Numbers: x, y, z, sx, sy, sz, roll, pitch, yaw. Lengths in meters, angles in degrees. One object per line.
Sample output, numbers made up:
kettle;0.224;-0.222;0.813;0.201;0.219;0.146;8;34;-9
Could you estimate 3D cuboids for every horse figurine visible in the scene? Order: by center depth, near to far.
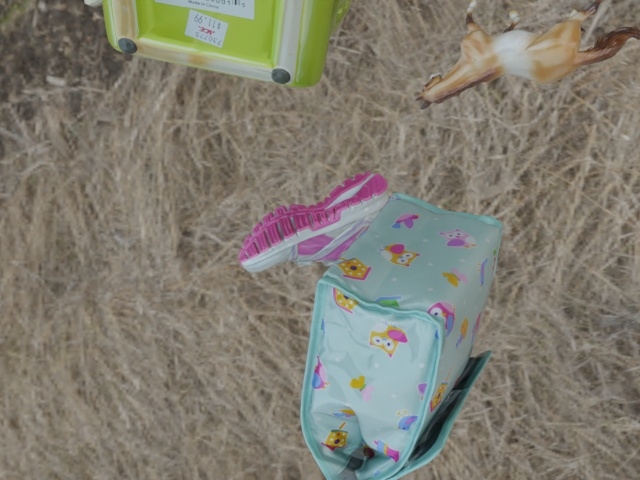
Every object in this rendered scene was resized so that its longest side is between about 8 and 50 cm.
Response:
horse figurine;0.260;-0.244;1.051;0.263;0.066;0.174;5;51;31

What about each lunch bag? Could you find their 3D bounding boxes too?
lunch bag;0.087;0.118;0.887;0.160;0.223;0.262;16;121;20

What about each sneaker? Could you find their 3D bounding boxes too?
sneaker;0.000;0.000;1.262;0.252;0.111;0.103;-22;31;10

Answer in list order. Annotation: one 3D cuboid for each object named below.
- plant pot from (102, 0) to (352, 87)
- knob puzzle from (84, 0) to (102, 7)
plant pot;-0.072;-0.270;0.712;0.227;0.228;0.207;102;-179;-53
knob puzzle;-0.224;-0.351;0.917;0.213;0.030;0.213;-14;70;42
